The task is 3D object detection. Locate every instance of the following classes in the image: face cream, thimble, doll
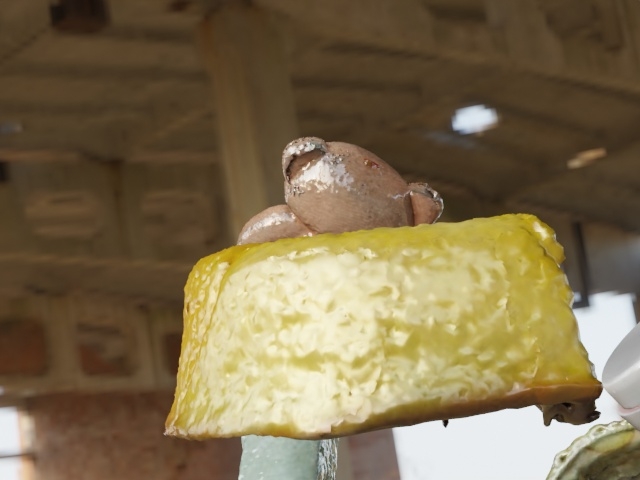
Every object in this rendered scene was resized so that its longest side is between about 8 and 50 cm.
[{"bbox_3d":[0.310,0.120,1.526,0.117,0.104,0.117,-45,6,6],"label":"face cream"},{"bbox_3d":[0.316,0.266,1.799,0.190,0.137,0.143,-43,-39,-1],"label":"thimble"},{"bbox_3d":[0.000,0.000,2.137,0.201,0.156,0.303,27,-54,-10],"label":"doll"}]

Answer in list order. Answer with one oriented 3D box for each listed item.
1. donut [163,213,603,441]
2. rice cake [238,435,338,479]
[{"bbox_3d":[0.004,0.047,0.793,0.152,0.101,0.259,-6,1,-19],"label":"donut"},{"bbox_3d":[-0.028,0.194,1.267,0.069,0.206,0.063,-2,-46,11],"label":"rice cake"}]
